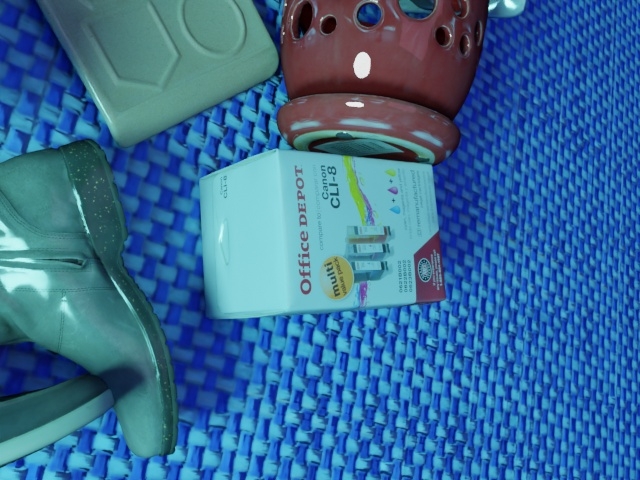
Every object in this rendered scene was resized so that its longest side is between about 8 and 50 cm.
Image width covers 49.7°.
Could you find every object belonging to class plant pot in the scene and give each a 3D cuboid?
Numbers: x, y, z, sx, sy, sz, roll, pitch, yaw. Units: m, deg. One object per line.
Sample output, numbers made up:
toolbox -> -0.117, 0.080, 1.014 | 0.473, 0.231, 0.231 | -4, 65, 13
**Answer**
plant pot -> 0.054, -0.161, 0.644 | 0.191, 0.191, 0.174 | 12, 82, -37

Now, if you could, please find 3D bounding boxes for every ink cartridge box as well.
ink cartridge box -> 0.000, 0.000, 0.606 | 0.176, 0.127, 0.128 | 0, 83, -38

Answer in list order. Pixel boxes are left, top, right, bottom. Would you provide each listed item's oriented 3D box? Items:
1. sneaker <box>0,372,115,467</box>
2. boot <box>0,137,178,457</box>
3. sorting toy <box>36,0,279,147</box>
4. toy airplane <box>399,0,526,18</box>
sneaker -> -0.239, 0.086, 0.394 | 0.222, 0.083, 0.118 | -14, 79, -27
boot -> -0.204, 0.058, 0.480 | 0.161, 0.083, 0.247 | -19, 94, -27
sorting toy -> -0.146, -0.207, 0.589 | 0.193, 0.038, 0.208 | -37, 109, -37
toy airplane -> 0.167, -0.419, 0.710 | 0.384, 0.272, 0.386 | 57, 28, -43
